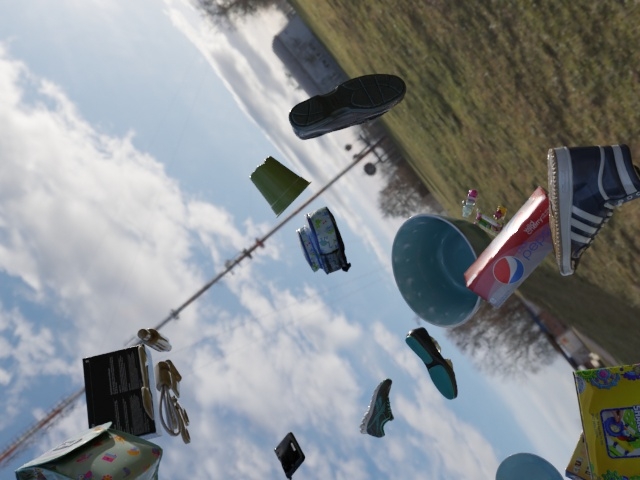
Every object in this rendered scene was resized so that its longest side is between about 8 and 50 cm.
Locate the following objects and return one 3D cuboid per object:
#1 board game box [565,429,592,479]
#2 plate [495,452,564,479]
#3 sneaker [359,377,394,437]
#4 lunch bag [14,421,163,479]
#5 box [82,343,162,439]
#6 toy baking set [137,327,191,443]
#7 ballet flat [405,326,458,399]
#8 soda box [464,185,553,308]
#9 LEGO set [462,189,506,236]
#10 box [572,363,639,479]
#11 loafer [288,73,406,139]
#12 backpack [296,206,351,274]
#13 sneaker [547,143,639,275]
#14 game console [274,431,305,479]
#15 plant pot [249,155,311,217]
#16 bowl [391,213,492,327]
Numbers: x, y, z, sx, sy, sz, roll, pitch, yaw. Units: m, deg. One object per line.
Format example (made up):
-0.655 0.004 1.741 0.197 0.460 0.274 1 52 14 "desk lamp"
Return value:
0.701 0.480 1.402 0.165 0.243 0.042 19 147 35 "board game box"
0.555 0.649 1.570 0.024 0.188 0.188 -3 -126 -56 "plate"
0.171 0.460 1.627 0.076 0.166 0.065 19 173 26 "sneaker"
-0.547 0.549 1.417 0.263 0.160 0.223 18 -165 18 "lunch bag"
-0.577 0.456 1.741 0.103 0.185 0.261 96 161 -66 "box"
-0.256 0.238 1.000 0.256 0.030 0.196 83 164 -67 "toy baking set"
0.297 0.305 1.520 0.203 0.074 0.074 54 -166 2 "ballet flat"
0.431 0.017 1.296 0.092 0.263 0.083 34 -159 -4 "soda box"
0.528 -0.063 1.628 0.287 0.132 0.107 11 163 19 "LEGO set"
0.567 0.300 0.897 0.290 0.279 0.176 41 -137 -46 "box"
0.060 -0.296 1.336 0.084 0.268 0.096 74 178 -68 "loafer"
0.000 0.000 1.160 0.105 0.084 0.114 -114 8 -57 "backpack"
0.509 -0.053 1.105 0.099 0.153 0.282 -81 -21 -52 "sneaker"
-0.074 0.601 1.615 0.071 0.107 0.122 39 -179 -28 "game console"
-0.070 -0.092 0.964 0.079 0.083 0.083 44 -166 -5 "plant pot"
0.357 0.065 1.610 0.163 0.311 0.311 -15 -120 -35 "bowl"
